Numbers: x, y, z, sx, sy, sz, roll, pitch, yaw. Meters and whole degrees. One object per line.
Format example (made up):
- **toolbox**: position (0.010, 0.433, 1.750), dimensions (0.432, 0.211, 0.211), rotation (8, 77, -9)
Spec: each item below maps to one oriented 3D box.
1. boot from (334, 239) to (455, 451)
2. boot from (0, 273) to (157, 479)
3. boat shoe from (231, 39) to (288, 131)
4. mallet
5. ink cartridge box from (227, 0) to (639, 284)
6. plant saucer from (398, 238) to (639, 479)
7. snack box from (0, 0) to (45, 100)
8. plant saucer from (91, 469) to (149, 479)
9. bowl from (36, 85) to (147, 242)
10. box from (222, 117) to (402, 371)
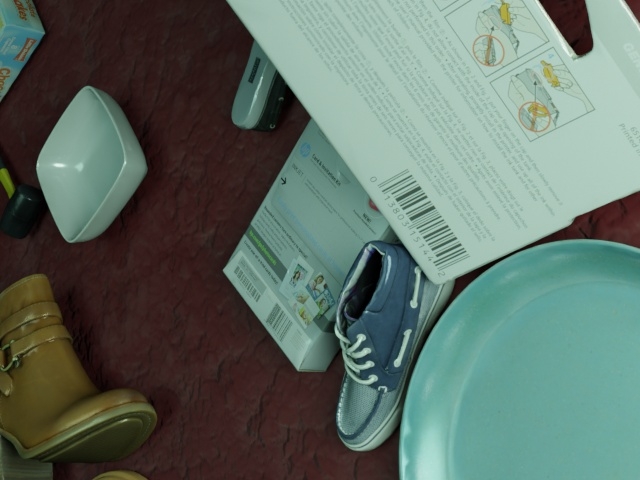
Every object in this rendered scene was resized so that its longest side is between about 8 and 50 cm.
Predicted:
- **boot**: position (0.037, 0.086, 0.977), dimensions (0.069, 0.086, 0.190), rotation (31, 106, 43)
- **boot**: position (-0.282, 0.139, 1.299), dimensions (0.283, 0.109, 0.220), rotation (-32, 58, 46)
- **boat shoe**: position (-0.041, -0.169, 1.128), dimensions (0.049, 0.040, 0.142), rotation (43, 114, 50)
- **mallet**: position (-0.385, -0.086, 1.472), dimensions (0.062, 0.039, 0.189), rotation (-51, 48, 27)
- **ink cartridge box**: position (0.101, -0.138, 0.844), dimensions (0.261, 0.066, 0.296), rotation (-27, 104, 41)
- **plant saucer**: position (0.187, 0.158, 0.846), dimensions (0.318, 0.044, 0.317), rotation (-8, 79, 44)
- **snack box**: position (-0.484, -0.225, 1.571), dimensions (0.322, 0.060, 0.187), rotation (-47, 54, 30)
- **plant saucer**: position (-0.217, 0.338, 1.234), dimensions (0.200, 0.037, 0.199), rotation (-9, 78, 45)
- **bowl**: position (-0.245, -0.082, 1.313), dimensions (0.142, 0.053, 0.142), rotation (-51, 52, 29)
- **box**: position (0.000, 0.000, 1.063), dimensions (0.145, 0.038, 0.186), rotation (49, 119, 38)
